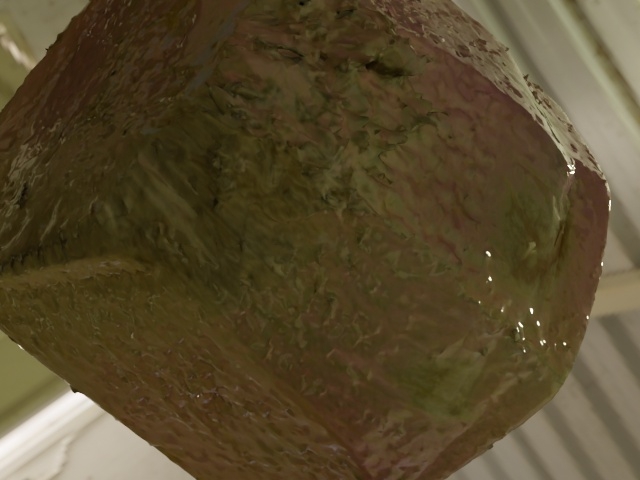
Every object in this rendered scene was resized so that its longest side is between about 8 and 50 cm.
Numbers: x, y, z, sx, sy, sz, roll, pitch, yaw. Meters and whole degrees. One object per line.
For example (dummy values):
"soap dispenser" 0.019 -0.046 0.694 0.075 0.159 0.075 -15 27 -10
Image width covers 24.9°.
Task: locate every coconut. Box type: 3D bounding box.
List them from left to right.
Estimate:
"coconut" 0.000 0.000 0.624 0.245 0.233 0.233 38 -18 -30
